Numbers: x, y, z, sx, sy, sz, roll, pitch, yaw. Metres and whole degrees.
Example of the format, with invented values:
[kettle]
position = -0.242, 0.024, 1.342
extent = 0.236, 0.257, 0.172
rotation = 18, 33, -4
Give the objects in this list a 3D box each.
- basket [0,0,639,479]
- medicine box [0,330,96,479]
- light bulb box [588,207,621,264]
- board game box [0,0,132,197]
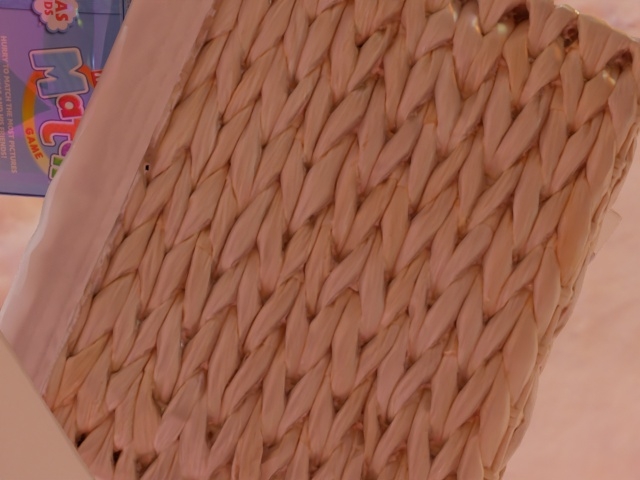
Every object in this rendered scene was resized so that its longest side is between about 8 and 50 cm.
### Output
[basket]
position = 0.000, 0.000, 0.941
extent = 0.266, 0.328, 0.331
rotation = 21, 87, 2
[medicine box]
position = -0.218, 0.045, 0.334
extent = 0.263, 0.289, 0.149
rotation = -3, 45, 20
[light bulb box]
position = 0.117, 0.053, 1.792
extent = 0.225, 0.361, 0.358
rotation = 43, 14, 7
[board game box]
position = -0.203, -0.103, 0.889
extent = 0.211, 0.160, 0.039
rotation = 5, 29, 6
